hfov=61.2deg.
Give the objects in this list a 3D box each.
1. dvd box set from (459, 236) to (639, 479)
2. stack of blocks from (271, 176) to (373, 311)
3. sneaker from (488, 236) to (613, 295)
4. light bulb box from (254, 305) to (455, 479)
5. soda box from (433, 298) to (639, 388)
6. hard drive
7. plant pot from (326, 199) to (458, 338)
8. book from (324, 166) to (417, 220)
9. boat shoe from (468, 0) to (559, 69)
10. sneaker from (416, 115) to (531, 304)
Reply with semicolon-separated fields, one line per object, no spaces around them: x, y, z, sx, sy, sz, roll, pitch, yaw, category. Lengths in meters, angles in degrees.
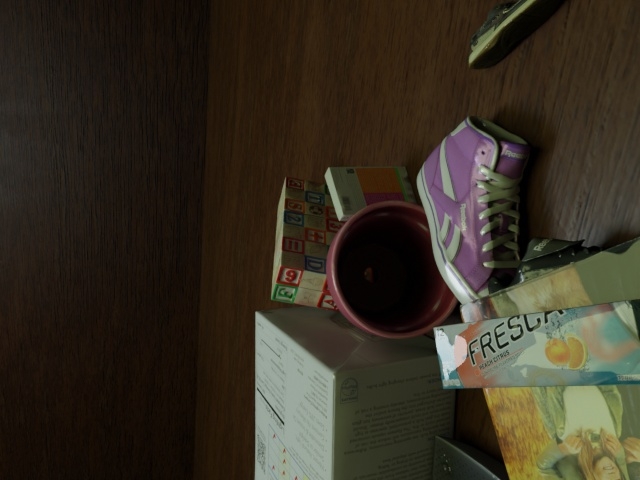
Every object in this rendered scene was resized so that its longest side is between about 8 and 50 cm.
0.289;0.205;0.399;0.308;0.062;0.420;-33;63;48;dvd box set
0.000;0.000;1.079;0.297;0.171;0.087;-92;16;-52;stack of blocks
0.261;0.034;0.552;0.234;0.078;0.106;-40;66;46;sneaker
0.039;0.327;0.952;0.358;0.225;0.361;-161;70;-64;light bulb box
0.182;0.088;0.444;0.183;0.063;0.058;-22;71;51;soda box
0.238;0.384;0.714;0.255;0.054;0.172;-160;70;-65;hard drive
0.101;0.053;0.859;0.180;0.201;0.201;130;135;-78;plant pot
0.088;-0.079;0.909;0.035;0.144;0.096;121;141;-51;book
0.231;-0.273;0.677;0.152;0.056;0.049;144;116;-62;boat shoe
0.215;-0.036;0.683;0.161;0.102;0.282;-55;43;48;sneaker
